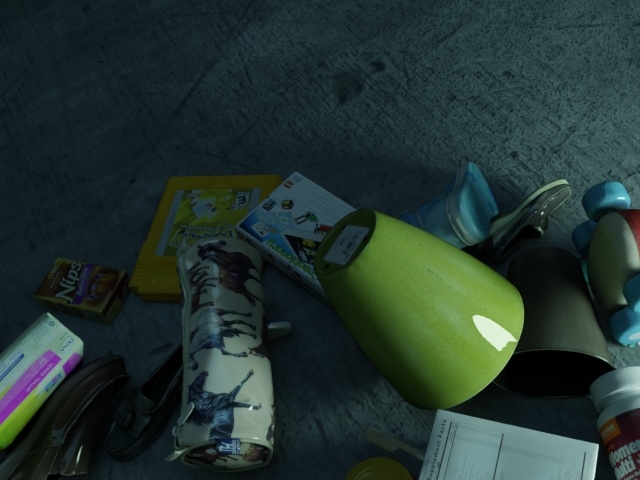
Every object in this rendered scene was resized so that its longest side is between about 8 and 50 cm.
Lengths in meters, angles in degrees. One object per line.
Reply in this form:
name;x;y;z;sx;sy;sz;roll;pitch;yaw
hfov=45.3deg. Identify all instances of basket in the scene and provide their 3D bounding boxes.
basket;0.394;0.136;1.324;0.204;0.154;0.227;1;49;12

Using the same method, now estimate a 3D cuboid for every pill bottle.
pill bottle;0.497;0.312;1.168;0.121;0.121;0.221;-14;50;4

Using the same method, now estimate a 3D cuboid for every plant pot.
plant pot;0.137;0.086;1.268;0.275;0.293;0.274;-36;29;24

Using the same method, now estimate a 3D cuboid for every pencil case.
pencil case;-0.179;0.194;1.363;0.160;0.184;0.410;-31;54;39

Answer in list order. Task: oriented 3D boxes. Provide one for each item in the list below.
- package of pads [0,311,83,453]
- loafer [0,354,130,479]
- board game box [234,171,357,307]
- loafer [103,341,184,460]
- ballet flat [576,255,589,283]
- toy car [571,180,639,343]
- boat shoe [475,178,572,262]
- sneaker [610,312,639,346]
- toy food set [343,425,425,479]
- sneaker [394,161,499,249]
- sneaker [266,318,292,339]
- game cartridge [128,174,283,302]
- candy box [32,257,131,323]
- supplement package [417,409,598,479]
package of pads;-0.539;0.270;1.385;0.101;0.296;0.229;39;66;0
loafer;-0.461;0.374;1.396;0.130;0.134;0.366;35;76;9
board game box;0.000;0.000;1.565;0.305;0.053;0.193;34;64;25
loafer;-0.311;0.284;1.434;0.096;0.084;0.267;27;63;31
ballet flat;0.569;0.041;1.412;0.213;0.072;0.068;-4;24;12
toy car;0.575;0.020;1.267;0.238;0.210;0.219;-12;56;0
boat shoe;0.409;-0.033;1.501;0.224;0.080;0.073;-34;57;-6
sneaker;0.585;0.120;1.339;0.167;0.065;0.076;-20;46;-3
toy food set;0.097;0.424;1.221;0.128;0.071;0.218;11;60;30
sneaker;0.228;-0.044;1.499;0.208;0.127;0.319;-29;4;25
sneaker;-0.130;0.152;1.508;0.152;0.058;0.084;-11;59;15
game cartridge;-0.245;-0.009;1.673;0.285;0.052;0.323;0;51;15
candy box;-0.511;0.106;1.652;0.187;0.053;0.109;9;56;23
supplement package;0.285;0.369;1.172;0.244;0.134;0.139;9;55;21
